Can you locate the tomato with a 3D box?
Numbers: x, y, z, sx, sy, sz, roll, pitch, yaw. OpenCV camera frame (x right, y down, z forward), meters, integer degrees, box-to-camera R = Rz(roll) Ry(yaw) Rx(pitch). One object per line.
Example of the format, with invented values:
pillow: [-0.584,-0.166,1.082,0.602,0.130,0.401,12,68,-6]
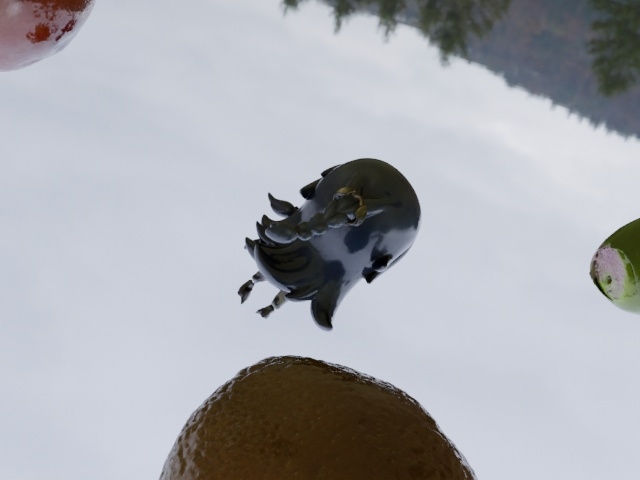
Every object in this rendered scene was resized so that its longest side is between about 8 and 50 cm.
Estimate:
tomato: [-0.259,-0.202,0.916,0.069,0.155,0.155,49,-164,-11]

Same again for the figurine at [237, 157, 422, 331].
figurine: [0.016,-0.001,1.371,0.175,0.265,0.197,49,159,-16]

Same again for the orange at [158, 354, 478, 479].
orange: [-0.001,0.284,1.006,0.322,0.322,0.357,-1,-138,-40]

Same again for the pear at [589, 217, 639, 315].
pear: [0.610,0.047,1.820,0.220,0.187,0.187,-6,-153,-26]
